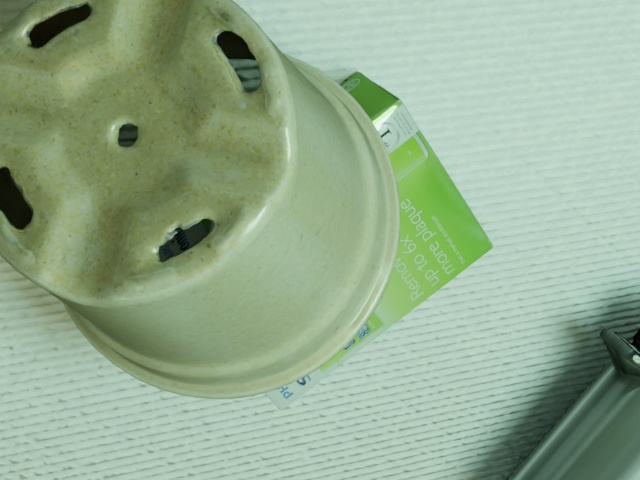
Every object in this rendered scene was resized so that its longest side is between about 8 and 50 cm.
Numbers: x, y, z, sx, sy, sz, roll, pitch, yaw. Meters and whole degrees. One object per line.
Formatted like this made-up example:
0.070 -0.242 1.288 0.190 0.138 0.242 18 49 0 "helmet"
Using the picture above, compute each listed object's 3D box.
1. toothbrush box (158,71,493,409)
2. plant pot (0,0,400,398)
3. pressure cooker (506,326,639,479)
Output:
0.000 0.000 1.005 0.283 0.122 0.206 -36 119 0 "toothbrush box"
-0.110 -0.044 0.758 0.334 0.305 0.334 -1 81 6 "plant pot"
0.455 0.293 1.163 0.420 0.375 0.370 -50 144 6 "pressure cooker"
